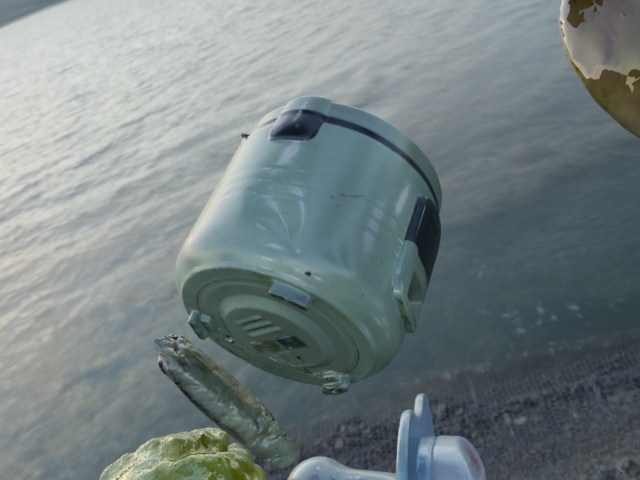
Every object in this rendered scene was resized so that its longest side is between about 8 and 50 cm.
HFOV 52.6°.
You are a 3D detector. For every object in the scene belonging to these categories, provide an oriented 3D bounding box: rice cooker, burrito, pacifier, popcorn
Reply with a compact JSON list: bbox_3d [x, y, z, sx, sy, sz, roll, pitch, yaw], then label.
[{"bbox_3d":[0.000,0.000,0.612,0.226,0.226,0.244,-5,46,29],"label":"rice cooker"},{"bbox_3d":[-0.095,0.158,0.644,0.045,0.188,0.058,-49,15,-8],"label":"burrito"},{"bbox_3d":[0.070,0.294,0.716,0.225,0.239,0.287,-3,-2,17],"label":"pacifier"},{"bbox_3d":[-0.163,0.331,0.695,0.234,0.242,0.250,-1,47,4],"label":"popcorn"}]

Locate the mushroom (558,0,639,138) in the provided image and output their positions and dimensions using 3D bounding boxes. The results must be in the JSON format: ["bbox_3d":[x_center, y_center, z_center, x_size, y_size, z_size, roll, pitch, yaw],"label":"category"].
[{"bbox_3d":[0.364,-0.169,0.381,0.397,0.314,0.224,20,54,12],"label":"mushroom"}]
